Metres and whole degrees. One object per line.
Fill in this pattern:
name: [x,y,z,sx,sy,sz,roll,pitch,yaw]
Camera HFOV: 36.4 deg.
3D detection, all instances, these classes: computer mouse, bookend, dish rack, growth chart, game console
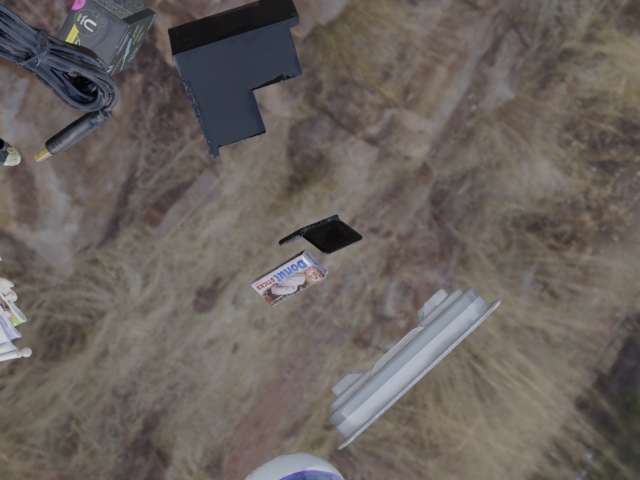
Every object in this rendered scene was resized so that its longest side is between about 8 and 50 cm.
computer mouse: [-0.278,-0.090,0.707,0.262,0.060,0.184,-32,152,24]
bookend: [-0.088,-0.203,1.202,0.157,0.072,0.156,-18,130,0]
dish rack: [0.115,0.164,1.360,0.285,0.072,0.333,-41,173,-2]
growth chart: [-0.527,0.093,1.466,0.021,0.172,0.237,-69,149,-59]
game console: [0.000,0.000,1.884,0.107,0.071,0.122,-29,175,41]

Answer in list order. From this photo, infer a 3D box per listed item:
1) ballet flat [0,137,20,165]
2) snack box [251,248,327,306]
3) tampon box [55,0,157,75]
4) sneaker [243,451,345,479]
ballet flat: [-0.582,-0.181,1.643,0.173,0.057,0.049,34,117,-25]
snack box: [-0.063,0.075,1.904,0.178,0.064,0.022,-31,-164,46]
tampon box: [-0.374,-0.362,1.685,0.120,0.101,0.161,-55,-176,21]
sneaker: [0.027,0.422,1.205,0.130,0.236,0.322,-30,138,-5]
